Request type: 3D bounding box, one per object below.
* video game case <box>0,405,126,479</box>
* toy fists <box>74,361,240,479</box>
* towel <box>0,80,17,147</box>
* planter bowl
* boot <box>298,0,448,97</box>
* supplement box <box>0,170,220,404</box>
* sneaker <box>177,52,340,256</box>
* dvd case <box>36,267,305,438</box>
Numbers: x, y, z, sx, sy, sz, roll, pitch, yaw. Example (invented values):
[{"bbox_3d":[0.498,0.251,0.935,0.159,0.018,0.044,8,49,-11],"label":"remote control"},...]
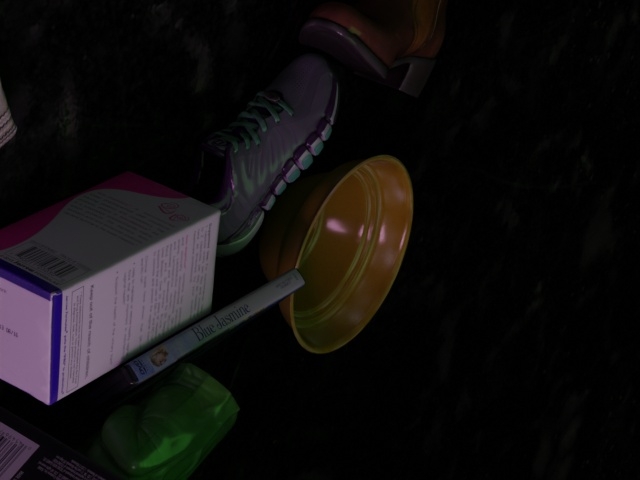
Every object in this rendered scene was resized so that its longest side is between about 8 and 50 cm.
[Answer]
[{"bbox_3d":[-0.270,0.262,1.514,0.248,0.275,0.035,-50,153,-28],"label":"video game case"},{"bbox_3d":[-0.171,0.203,1.728,0.142,0.096,0.279,-49,180,-26],"label":"toy fists"},{"bbox_3d":[-0.341,-0.120,1.353,0.312,0.056,0.324,-43,143,-37],"label":"towel"},{"bbox_3d":[0.000,0.000,1.975,0.217,0.090,0.217,-39,142,-40],"label":"planter bowl"},{"bbox_3d":[0.093,-0.296,1.917,0.264,0.096,0.280,15,96,-61],"label":"boot"},{"bbox_3d":[-0.197,0.035,1.646,0.220,0.111,0.114,-30,135,-47],"label":"supplement box"},{"bbox_3d":[-0.061,-0.094,1.819,0.223,0.083,0.098,-60,146,-11],"label":"sneaker"},{"bbox_3d":[-0.144,0.111,1.769,0.180,0.022,0.253,-34,177,42],"label":"dvd case"}]
